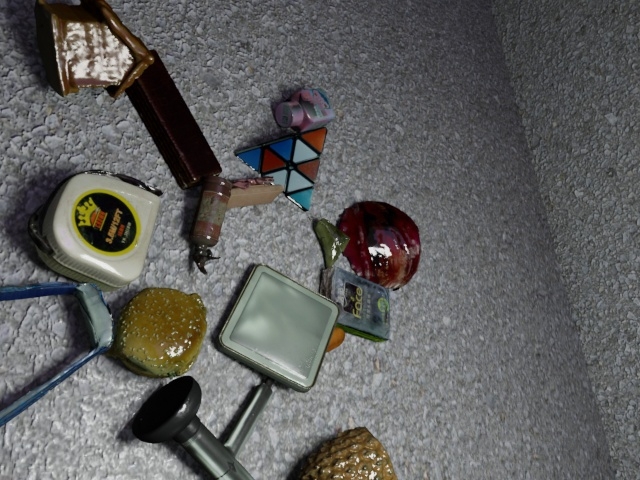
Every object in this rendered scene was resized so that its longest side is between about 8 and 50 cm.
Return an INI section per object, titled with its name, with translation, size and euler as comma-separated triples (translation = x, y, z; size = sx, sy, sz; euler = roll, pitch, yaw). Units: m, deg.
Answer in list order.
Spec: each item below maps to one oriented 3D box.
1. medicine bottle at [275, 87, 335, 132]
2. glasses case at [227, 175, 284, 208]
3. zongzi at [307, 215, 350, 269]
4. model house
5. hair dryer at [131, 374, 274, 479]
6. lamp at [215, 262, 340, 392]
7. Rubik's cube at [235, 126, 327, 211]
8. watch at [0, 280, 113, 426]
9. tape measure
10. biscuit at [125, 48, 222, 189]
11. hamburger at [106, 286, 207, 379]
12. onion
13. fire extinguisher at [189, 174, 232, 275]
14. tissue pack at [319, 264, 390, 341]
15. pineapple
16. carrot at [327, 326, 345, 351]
[medicine bottle]
translation = -0.054, -0.418, 1.719
size = 0.188, 0.094, 0.119
euler = -24, 88, -45
[glasses case]
translation = -0.195, -0.148, 1.463
size = 0.193, 0.102, 0.070
euler = -12, 72, -44
[zongzi]
translation = 0.000, 0.000, 1.605
size = 0.154, 0.062, 0.130
euler = 39, 70, -8
[model house]
translation = -0.533, -0.461, 1.257
size = 0.229, 0.219, 0.199
euler = -8, 32, -32
[hair dryer]
translation = -0.233, 0.396, 1.196
size = 0.320, 0.156, 0.284
euler = 51, 24, -28
[lamp]
translation = -0.099, 0.218, 1.361
size = 0.269, 0.047, 0.266
euler = 30, 53, -9
[Rubik's cube]
translation = -0.144, -0.273, 1.589
size = 0.234, 0.284, 0.250
euler = -1, 43, -19
[watch]
translation = -0.530, 0.213, 0.997
size = 0.275, 0.068, 0.276
euler = -5, 74, -36
[tape measure]
translation = -0.485, -0.046, 1.144
size = 0.231, 0.133, 0.271
euler = 33, 49, -35
[biscuit]
translation = -0.398, -0.320, 1.387
size = 0.107, 0.073, 0.388
euler = -30, 90, -46
[hamburger]
translation = -0.337, 0.188, 1.148
size = 0.189, 0.122, 0.215
euler = 30, 49, -7
[onion]
translation = 0.204, 0.004, 1.711
size = 0.280, 0.146, 0.314
euler = -4, 77, -38
[fire extinguisher]
translation = -0.277, -0.037, 1.313
size = 0.075, 0.106, 0.252
euler = 19, 74, -26
[tissue pack]
translation = 0.105, 0.191, 1.578
size = 0.236, 0.073, 0.173
euler = 25, 57, -31
[pineapple]
translation = -0.001, 0.582, 1.227
size = 0.362, 0.202, 0.202
euler = -12, 78, -33
[carrot]
translation = -0.032, 0.281, 1.430
size = 0.271, 0.062, 0.066
euler = -7, 107, -39
